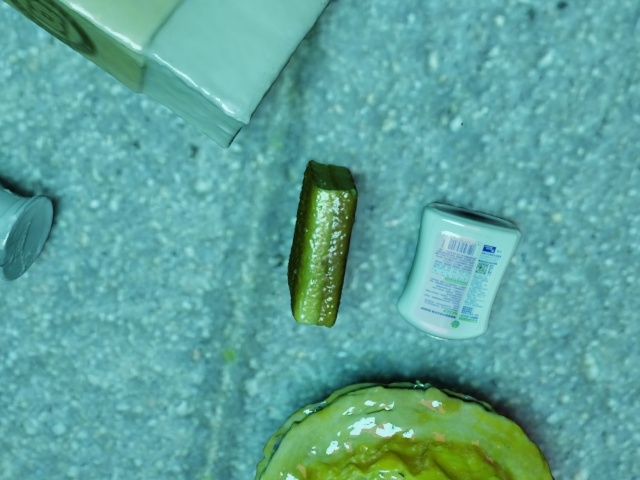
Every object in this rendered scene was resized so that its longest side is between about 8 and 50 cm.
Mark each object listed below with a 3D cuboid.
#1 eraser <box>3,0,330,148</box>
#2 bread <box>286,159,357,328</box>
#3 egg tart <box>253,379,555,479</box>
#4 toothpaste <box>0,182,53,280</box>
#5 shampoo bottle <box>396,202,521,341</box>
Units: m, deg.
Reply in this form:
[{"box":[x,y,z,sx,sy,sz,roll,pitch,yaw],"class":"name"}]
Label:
[{"box":[-0.156,-0.209,0.432,0.343,0.078,0.144,35,74,-10],"class":"eraser"},{"box":[0.000,0.000,0.511,0.035,0.090,0.094,8,106,-6],"class":"bread"},{"box":[0.060,0.209,0.564,0.241,0.106,0.241,0,104,-1],"class":"egg tart"},{"box":[-0.340,-0.059,0.517,0.299,0.073,0.114,23,106,2],"class":"toothpaste"},{"box":[0.098,0.028,0.541,0.072,0.043,0.099,13,107,-2],"class":"shampoo bottle"}]
